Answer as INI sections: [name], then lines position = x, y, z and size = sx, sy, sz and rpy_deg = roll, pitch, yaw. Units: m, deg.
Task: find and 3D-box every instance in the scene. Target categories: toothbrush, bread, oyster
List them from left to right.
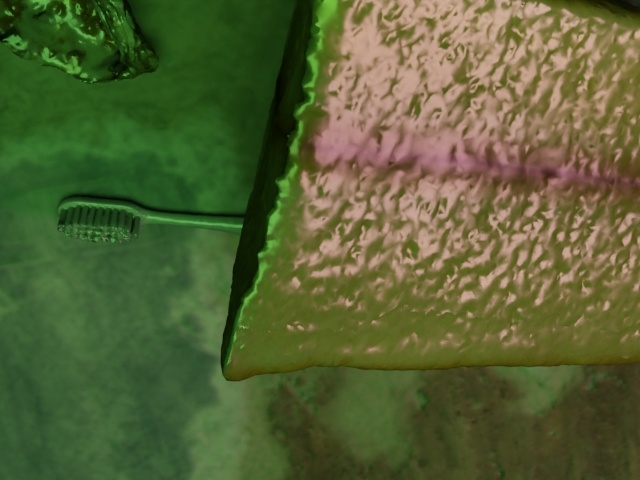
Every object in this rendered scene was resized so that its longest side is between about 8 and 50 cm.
[oyster]
position = -0.167, -0.160, 0.782
size = 0.177, 0.056, 0.105
rpy_deg = 34, 121, -16
[toothbrush]
position = 0.000, 0.000, 0.879
size = 0.354, 0.029, 0.024
rpy_deg = 5, 128, -6
[bread]
position = 0.143, -0.031, 0.752
size = 0.362, 0.245, 0.233
rpy_deg = 13, 105, -6
